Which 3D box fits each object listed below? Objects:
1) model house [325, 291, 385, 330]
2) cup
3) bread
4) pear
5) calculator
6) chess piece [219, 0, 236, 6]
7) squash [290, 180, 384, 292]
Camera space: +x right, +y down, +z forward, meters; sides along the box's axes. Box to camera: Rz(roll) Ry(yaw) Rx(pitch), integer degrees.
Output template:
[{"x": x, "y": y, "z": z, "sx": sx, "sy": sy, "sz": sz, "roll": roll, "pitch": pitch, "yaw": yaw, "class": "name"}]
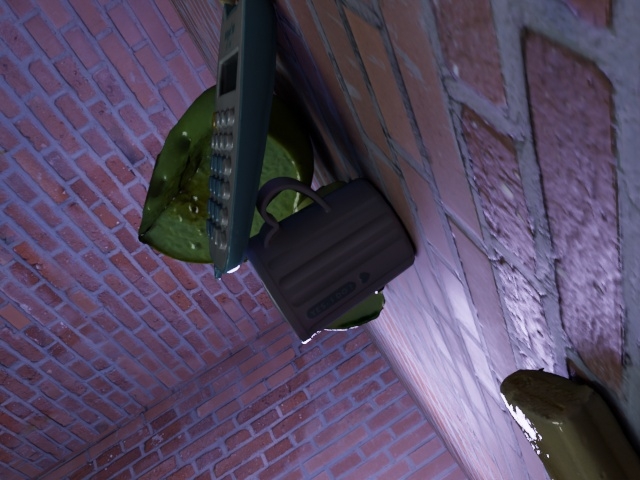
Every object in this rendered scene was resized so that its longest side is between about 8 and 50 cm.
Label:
[{"x": 0.027, "y": 0.088, "z": 1.551, "sx": 0.214, "sy": 0.195, "sz": 0.189, "roll": 61, "pitch": -176, "yaw": -12, "class": "model house"}, {"x": 0.008, "y": 0.013, "z": 0.920, "sx": 0.167, "sy": 0.202, "sz": 0.221, "roll": 56, "pitch": 176, "yaw": 24, "class": "cup"}, {"x": 0.238, "y": 0.201, "z": 0.589, "sx": 0.178, "sy": 0.060, "sz": 0.139, "roll": 58, "pitch": 175, "yaw": -6, "class": "bread"}, {"x": -0.156, "y": -0.146, "z": 1.237, "sx": 0.238, "sy": 0.342, "sz": 0.318, "roll": 31, "pitch": -148, "yaw": -27, "class": "pear"}, {"x": -0.118, "y": -0.136, "z": 0.912, "sx": 0.256, "sy": 0.054, "sz": 0.387, "roll": -152, "pitch": 69, "yaw": -72, "class": "calculator"}, {"x": -0.146, "y": -0.377, "z": 1.020, "sx": 0.035, "sy": 0.035, "sz": 0.092, "roll": 56, "pitch": 180, "yaw": 23, "class": "chess piece"}, {"x": 0.043, "y": 0.007, "z": 1.093, "sx": 0.187, "sy": 0.123, "sz": 0.123, "roll": 57, "pitch": 176, "yaw": 10, "class": "squash"}]
